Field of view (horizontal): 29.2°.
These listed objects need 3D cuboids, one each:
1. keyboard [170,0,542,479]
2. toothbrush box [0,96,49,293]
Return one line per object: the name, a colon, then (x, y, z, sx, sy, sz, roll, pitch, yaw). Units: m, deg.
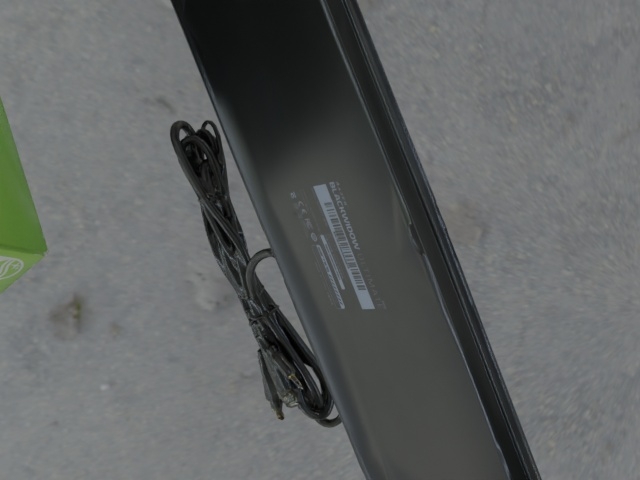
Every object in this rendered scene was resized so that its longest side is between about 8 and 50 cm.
keyboard: (0.000, 0.000, 0.545, 0.033, 0.201, 0.317, -26, 100, -29)
toothbrush box: (-0.295, -0.067, 0.581, 0.122, 0.283, 0.206, -37, 61, 28)
